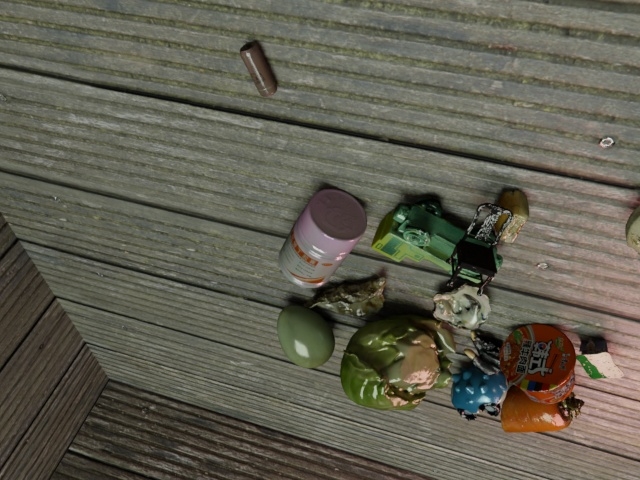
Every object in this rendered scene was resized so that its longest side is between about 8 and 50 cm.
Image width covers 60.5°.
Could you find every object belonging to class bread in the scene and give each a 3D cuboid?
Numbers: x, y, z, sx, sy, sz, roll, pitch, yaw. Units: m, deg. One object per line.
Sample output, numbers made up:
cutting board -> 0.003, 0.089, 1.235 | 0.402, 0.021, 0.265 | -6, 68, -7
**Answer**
bread -> 0.526, -0.069, 1.528 | 0.082, 0.106, 0.125 | 17, 140, 5

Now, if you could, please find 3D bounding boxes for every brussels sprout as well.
brussels sprout -> 0.266, 0.459, 2.098 | 0.361, 0.425, 0.342 | -2, 96, 59

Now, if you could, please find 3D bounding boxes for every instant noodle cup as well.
instant noodle cup -> 0.773, 0.447, 1.926 | 0.250, 0.250, 0.192 | -5, 142, 30

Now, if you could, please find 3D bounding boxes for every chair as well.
chair -> 0.432, 0.024, 1.483 | 0.106, 0.113, 0.229 | 16, 129, -5

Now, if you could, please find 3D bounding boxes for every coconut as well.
coconut -> 0.863, -0.014, 1.360 | 0.171, 0.183, 0.171 | -19, 136, -19

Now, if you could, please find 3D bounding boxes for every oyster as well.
oyster -> 0.499, 0.225, 1.910 | 0.214, 0.083, 0.223 | 33, 135, -19
oyster -> 0.131, 0.221, 2.084 | 0.396, 0.111, 0.204 | -17, 146, 38

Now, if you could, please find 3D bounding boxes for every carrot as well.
carrot -> 0.866, 0.638, 2.137 | 0.193, 0.214, 0.331 | 14, 157, -40

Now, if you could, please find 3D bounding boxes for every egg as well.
egg -> -0.068, 0.393, 2.269 | 0.218, 0.218, 0.295 | -18, 119, 40

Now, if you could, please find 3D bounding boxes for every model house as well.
model house -> 0.959, 0.397, 1.888 | 0.117, 0.088, 0.167 | -20, 127, 41

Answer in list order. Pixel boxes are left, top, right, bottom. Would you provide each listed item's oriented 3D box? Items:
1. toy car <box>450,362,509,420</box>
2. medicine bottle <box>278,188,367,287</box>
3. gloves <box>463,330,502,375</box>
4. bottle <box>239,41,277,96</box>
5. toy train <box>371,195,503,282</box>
toy car -> 0.620, 0.590, 2.203 | 0.190, 0.188, 0.255 | 42, 143, -10
medicine bottle -> 0.000, 0.000, 1.784 | 0.202, 0.202, 0.316 | 26, 141, -5
gloves -> 0.626, 0.409, 2.073 | 0.129, 0.106, 0.180 | -29, 91, 44
bottle -> -0.162, -0.449, 1.447 | 0.053, 0.053, 0.140 | -2, 137, 27
toy train -> 0.365, 0.017, 1.684 | 0.369, 0.150, 0.237 | 28, 150, -7
